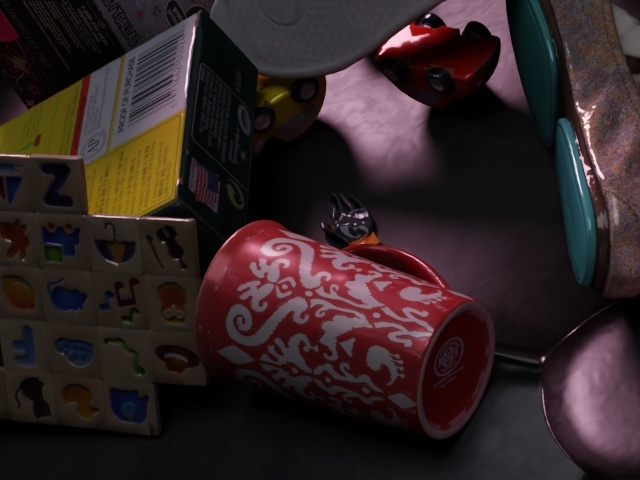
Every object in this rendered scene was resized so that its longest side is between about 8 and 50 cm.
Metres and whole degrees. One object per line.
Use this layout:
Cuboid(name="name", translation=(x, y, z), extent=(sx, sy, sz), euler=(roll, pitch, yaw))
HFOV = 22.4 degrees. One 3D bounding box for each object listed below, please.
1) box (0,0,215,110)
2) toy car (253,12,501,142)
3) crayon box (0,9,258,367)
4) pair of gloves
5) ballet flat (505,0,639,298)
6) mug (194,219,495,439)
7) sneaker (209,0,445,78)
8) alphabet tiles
Cuboid(name="box", translation=(-0.192, -0.218, 1.319), extent=(0.163, 0.247, 0.142), euler=(6, 54, 32))
Cuboid(name="toy car", translation=(0.034, -0.168, 1.293), extent=(0.239, 0.053, 0.225), euler=(-11, 45, 18))
Cuboid(name="crayon box", translation=(-0.197, -0.019, 1.222), extent=(0.318, 0.081, 0.202), euler=(-24, 41, 27))
Cuboid(name="pair of gloves", translation=(0.000, 0.000, 1.182), extent=(0.083, 0.010, 0.074), euler=(-31, 42, -3))
Cuboid(name="ballet flat", translation=(0.201, -0.085, 1.105), extent=(0.106, 0.107, 0.316), euler=(-5, 50, -3))
Cuboid(name="mug", translation=(0.027, 0.047, 1.052), extent=(0.169, 0.113, 0.150), euler=(16, 61, 35))
Cuboid(name="sneaker", translation=(0.057, -0.213, 1.224), extent=(0.296, 0.104, 0.147), euler=(-22, 12, 34))
Cuboid(name="alphabet tiles", translation=(-0.190, 0.036, 1.117), extent=(0.237, 0.198, 0.009), euler=(3, 18, 20))
